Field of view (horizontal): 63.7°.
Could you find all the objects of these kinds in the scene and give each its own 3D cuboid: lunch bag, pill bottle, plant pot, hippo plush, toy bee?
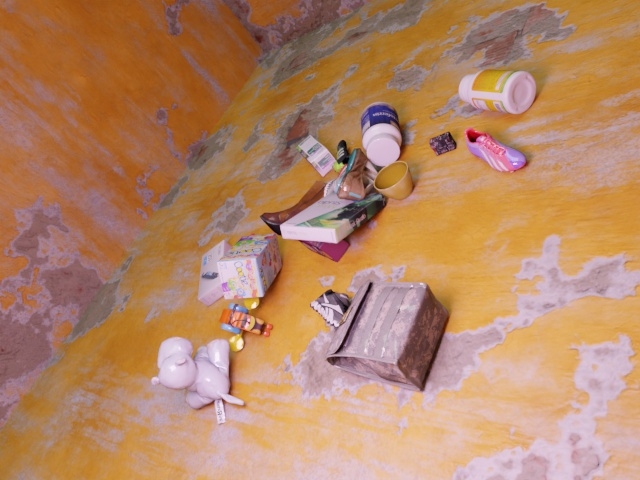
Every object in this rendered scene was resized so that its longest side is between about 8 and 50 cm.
[{"bbox_3d":[0.153,0.234,1.355,0.287,0.169,0.235,-2,50,45],"label":"lunch bag"},{"bbox_3d":[0.594,-0.512,1.758,0.136,0.136,0.246,-47,33,-5],"label":"pill bottle"},{"bbox_3d":[0.266,-0.195,1.789,0.134,0.095,0.134,-27,36,22],"label":"plant pot"},{"bbox_3d":[0.238,-0.417,2.019,0.153,0.153,0.264,-27,37,24],"label":"pill bottle"},{"bbox_3d":[-0.428,0.440,1.649,0.234,0.237,0.294,-46,41,22],"label":"hippo plush"},{"bbox_3d":[-0.259,0.296,1.780,0.195,0.162,0.298,-65,13,7],"label":"toy bee"}]

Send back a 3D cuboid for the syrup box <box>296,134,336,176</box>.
[{"bbox_3d":[-0.017,-0.382,2.307,0.093,0.096,0.237,-41,32,3],"label":"syrup box"}]

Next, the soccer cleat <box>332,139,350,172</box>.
[{"bbox_3d":[0.101,-0.362,2.200,0.073,0.060,0.178,-9,52,29],"label":"soccer cleat"}]

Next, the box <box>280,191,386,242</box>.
[{"bbox_3d":[0.048,-0.087,1.779,0.233,0.058,0.322,5,29,37],"label":"box"}]

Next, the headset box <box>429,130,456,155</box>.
[{"bbox_3d":[0.427,-0.339,1.810,0.083,0.062,0.032,-17,40,36],"label":"headset box"}]

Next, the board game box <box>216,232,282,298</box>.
[{"bbox_3d":[-0.247,0.087,1.851,0.142,0.144,0.275,-5,17,12],"label":"board game box"}]

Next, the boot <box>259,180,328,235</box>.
[{"bbox_3d":[-0.098,-0.151,2.133,0.280,0.096,0.264,-53,33,-15],"label":"boot"}]

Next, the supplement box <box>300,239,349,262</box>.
[{"bbox_3d":[0.000,0.000,1.842,0.080,0.104,0.188,-56,34,-8],"label":"supplement box"}]

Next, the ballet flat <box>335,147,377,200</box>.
[{"bbox_3d":[0.143,-0.234,1.876,0.342,0.124,0.116,-68,1,-60],"label":"ballet flat"}]

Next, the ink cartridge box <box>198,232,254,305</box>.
[{"bbox_3d":[-0.400,0.103,2.198,0.261,0.066,0.296,-34,34,16],"label":"ink cartridge box"}]

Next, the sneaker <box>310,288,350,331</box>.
[{"bbox_3d":[0.055,0.212,1.572,0.106,0.078,0.234,-49,31,-4],"label":"sneaker"}]

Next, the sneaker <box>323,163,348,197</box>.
[{"bbox_3d":[0.092,-0.217,2.010,0.093,0.088,0.225,7,58,49],"label":"sneaker"}]

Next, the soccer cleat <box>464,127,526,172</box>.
[{"bbox_3d":[0.535,-0.284,1.601,0.083,0.095,0.248,-42,32,3],"label":"soccer cleat"}]
